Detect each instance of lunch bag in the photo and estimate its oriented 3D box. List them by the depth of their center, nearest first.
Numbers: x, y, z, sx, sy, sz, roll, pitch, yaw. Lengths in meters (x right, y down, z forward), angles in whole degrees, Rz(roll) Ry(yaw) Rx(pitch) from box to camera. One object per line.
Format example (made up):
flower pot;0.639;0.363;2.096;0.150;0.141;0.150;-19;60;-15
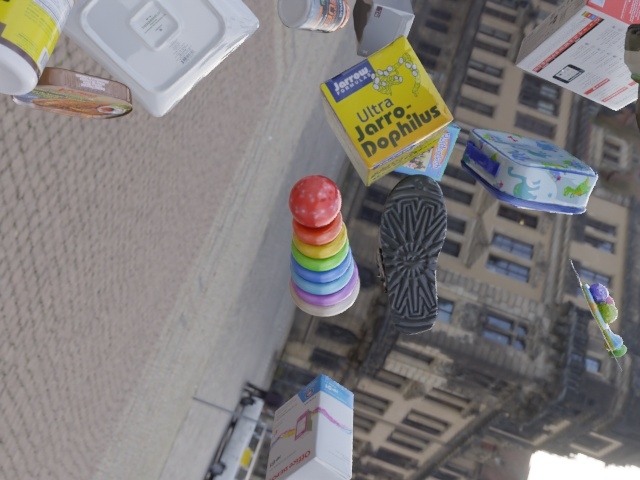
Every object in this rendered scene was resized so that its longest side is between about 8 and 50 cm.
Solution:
lunch bag;0.349;-0.122;1.238;0.219;0.175;0.090;-118;-141;-61

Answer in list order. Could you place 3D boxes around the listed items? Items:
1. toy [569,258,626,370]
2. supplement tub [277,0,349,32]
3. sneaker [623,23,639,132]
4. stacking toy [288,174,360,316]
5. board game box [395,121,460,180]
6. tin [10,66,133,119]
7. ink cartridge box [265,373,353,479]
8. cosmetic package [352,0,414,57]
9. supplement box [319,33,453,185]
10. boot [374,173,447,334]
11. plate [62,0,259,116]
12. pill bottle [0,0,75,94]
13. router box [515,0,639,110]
toy;0.633;0.159;1.604;0.237;0.056;0.137;61;17;-21
supplement tub;-0.014;-0.611;1.896;0.190;0.117;0.117;-14;130;-51
sneaker;0.360;-0.085;0.631;0.410;0.157;0.182;-54;139;-60
stacking toy;0.000;0.000;1.300;0.330;0.141;0.141;85;21;-54
board game box;0.248;-0.258;1.928;0.047;0.210;0.160;-102;-153;-60
tin;-0.377;-0.224;1.101;0.189;0.106;0.040;4;82;-50
ink cartridge box;-0.011;0.222;0.788;0.088;0.052;0.122;-44;-158;26
cosmetic package;0.138;-0.515;1.630;0.238;0.107;0.127;-94;-162;-47
supplement box;0.134;-0.258;1.532;0.194;0.195;0.356;-31;177;2
boot;0.215;-0.001;1.802;0.445;0.146;0.367;-68;162;-79
plate;-0.295;-0.391;1.282;0.277;0.278;0.045;-39;-150;13
pill bottle;-0.413;-0.318;0.990;0.117;0.117;0.215;107;-2;-67
router box;0.675;-0.452;1.697;0.335;0.301;0.082;142;-32;-75
